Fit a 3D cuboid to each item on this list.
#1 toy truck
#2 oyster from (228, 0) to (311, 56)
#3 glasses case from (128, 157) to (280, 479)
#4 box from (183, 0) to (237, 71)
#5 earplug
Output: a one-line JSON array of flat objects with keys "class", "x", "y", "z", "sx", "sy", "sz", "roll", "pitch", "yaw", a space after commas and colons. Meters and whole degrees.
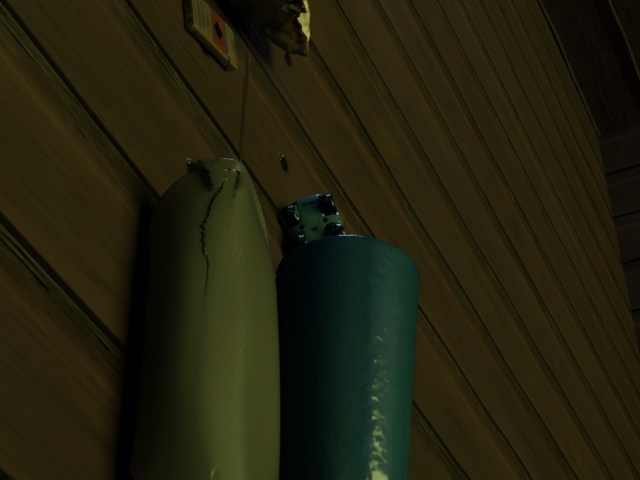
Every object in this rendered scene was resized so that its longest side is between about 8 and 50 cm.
[{"class": "toy truck", "x": 0.000, "y": 0.000, "z": 1.363, "sx": 0.090, "sy": 0.056, "sz": 0.073, "roll": 65, "pitch": 10, "yaw": -61}, {"class": "oyster", "x": -0.078, "y": -0.309, "z": 1.325, "sx": 0.341, "sy": 0.110, "sz": 0.166, "roll": 42, "pitch": 47, "yaw": -67}, {"class": "glasses case", "x": -0.079, "y": 0.089, "z": 1.009, "sx": 0.128, "sy": 0.083, "sz": 0.308, "roll": 61, "pitch": 21, "yaw": -46}, {"class": "box", "x": -0.104, "y": -0.199, "z": 1.303, "sx": 0.083, "sy": 0.012, "sz": 0.046, "roll": 41, "pitch": 35, "yaw": -55}, {"class": "earplug", "x": 0.021, "y": 0.141, "z": 1.185, "sx": 0.132, "sy": 0.132, "sz": 0.273, "roll": 53, "pitch": 30, "yaw": -45}]
